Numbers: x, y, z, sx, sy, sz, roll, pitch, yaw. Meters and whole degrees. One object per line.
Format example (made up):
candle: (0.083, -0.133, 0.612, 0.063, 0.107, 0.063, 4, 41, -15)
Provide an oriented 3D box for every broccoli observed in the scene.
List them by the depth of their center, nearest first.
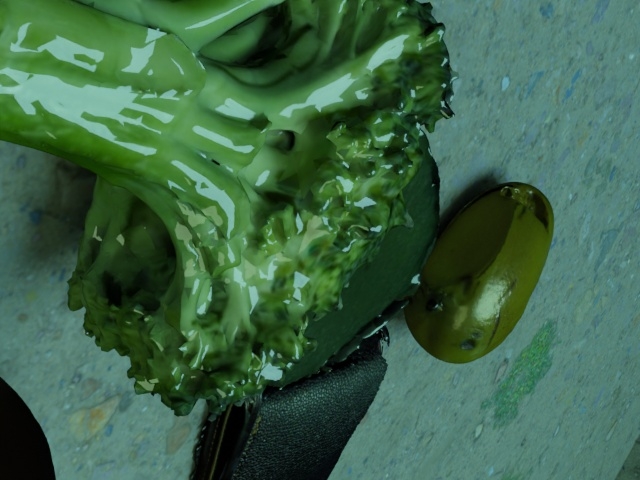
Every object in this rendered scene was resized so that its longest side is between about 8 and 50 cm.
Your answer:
broccoli: (-0.113, -0.052, 0.668, 0.397, 0.275, 0.353, -27, 104, -43)

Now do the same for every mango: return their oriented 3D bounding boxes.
mango: (0.200, 0.032, 1.303, 0.262, 0.130, 0.167, -54, 152, -22)

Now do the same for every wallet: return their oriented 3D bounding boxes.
wallet: (-0.040, 0.212, 1.149, 0.221, 0.071, 0.262, -19, 137, -51)

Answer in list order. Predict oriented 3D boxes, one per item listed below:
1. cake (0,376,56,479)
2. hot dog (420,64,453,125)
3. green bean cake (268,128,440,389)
cake: (-0.279, 0.173, 0.657, 0.178, 0.185, 0.208, -36, -171, 35)
hot dog: (0.071, -0.142, 1.020, 0.099, 0.065, 0.147, -50, 153, 8)
green bean cake: (0.000, 0.000, 0.944, 0.227, 0.125, 0.222, -38, 147, -16)
